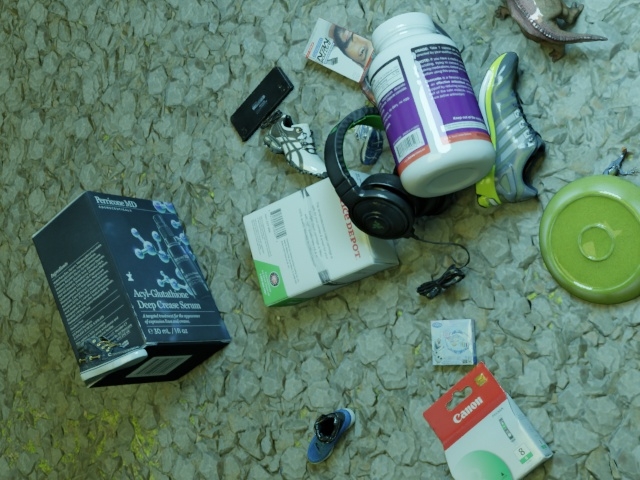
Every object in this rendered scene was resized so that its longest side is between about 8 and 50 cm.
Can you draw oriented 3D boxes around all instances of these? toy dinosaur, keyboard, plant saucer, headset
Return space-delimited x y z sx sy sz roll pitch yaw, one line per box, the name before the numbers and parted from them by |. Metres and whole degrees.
toy dinosaur | 0.383 -0.438 1.789 0.127 0.200 0.296 -49 64 21
keyboard | -0.129 -0.304 2.223 0.180 0.023 0.108 -46 58 23
plant saucer | 0.504 0.002 1.748 0.240 0.037 0.241 7 103 32
headset | 0.152 -0.073 1.919 0.394 0.243 0.185 55 141 4
toy dinosaur | 0.532 -0.133 1.769 0.090 0.047 0.082 9 73 44

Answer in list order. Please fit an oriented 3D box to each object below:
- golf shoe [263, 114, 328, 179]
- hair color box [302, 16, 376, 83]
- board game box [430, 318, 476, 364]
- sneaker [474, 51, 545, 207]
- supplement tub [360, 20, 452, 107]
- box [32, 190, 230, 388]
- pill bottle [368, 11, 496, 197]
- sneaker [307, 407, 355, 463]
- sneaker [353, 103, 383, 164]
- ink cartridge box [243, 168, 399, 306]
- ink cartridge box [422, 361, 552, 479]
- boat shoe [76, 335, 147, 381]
golf shoe | -0.041 -0.207 2.126 0.198 0.077 0.094 38 106 28
hair color box | 0.051 -0.409 2.093 0.167 0.053 0.093 30 102 30
board game box | 0.266 0.203 1.929 0.090 0.020 0.090 -5 84 33
sneaker | 0.371 -0.211 1.851 0.121 0.111 0.300 3 95 26
supplement tub | 0.180 -0.356 1.974 0.198 0.106 0.106 -47 64 21
box | -0.436 0.114 2.233 0.212 0.293 0.396 -36 69 26
pill bottle | 0.199 -0.256 1.806 0.181 0.181 0.323 -26 69 29
sneaker | 0.004 0.418 2.047 0.152 0.084 0.058 -50 63 20
sneaker | 0.100 -0.226 2.057 0.058 0.052 0.135 4 81 43
ink cartridge box | 0.000 0.000 2.056 0.289 0.121 0.211 -22 75 30
ink cartridge box | 0.310 0.377 1.870 0.181 0.056 0.225 -46 66 22
boat shoe | -0.442 0.232 2.014 0.183 0.065 0.083 -22 78 30
